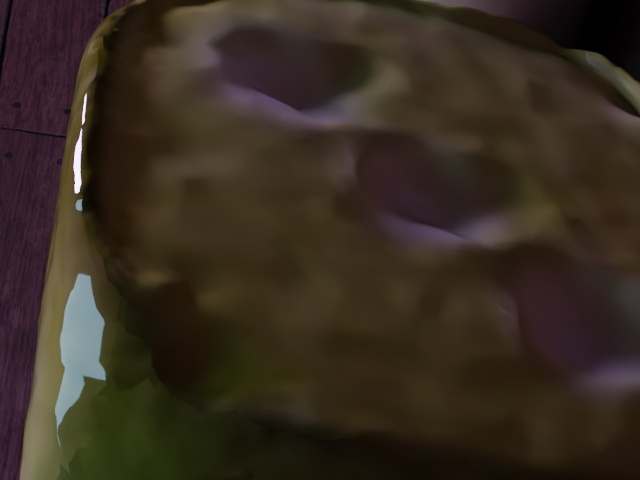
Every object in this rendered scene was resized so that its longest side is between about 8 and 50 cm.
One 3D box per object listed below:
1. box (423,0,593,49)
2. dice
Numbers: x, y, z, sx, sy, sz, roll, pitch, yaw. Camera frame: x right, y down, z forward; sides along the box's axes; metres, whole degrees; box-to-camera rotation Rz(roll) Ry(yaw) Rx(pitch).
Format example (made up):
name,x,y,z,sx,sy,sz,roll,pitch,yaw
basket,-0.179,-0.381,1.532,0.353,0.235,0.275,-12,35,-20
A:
name,x,y,z,sx,sy,sz,roll,pitch,yaw
box,0.056,-0.194,0.671,0.349,0.141,0.289,-93,15,-47
dice,0.009,0.051,0.494,0.227,0.238,0.233,109,165,-46
